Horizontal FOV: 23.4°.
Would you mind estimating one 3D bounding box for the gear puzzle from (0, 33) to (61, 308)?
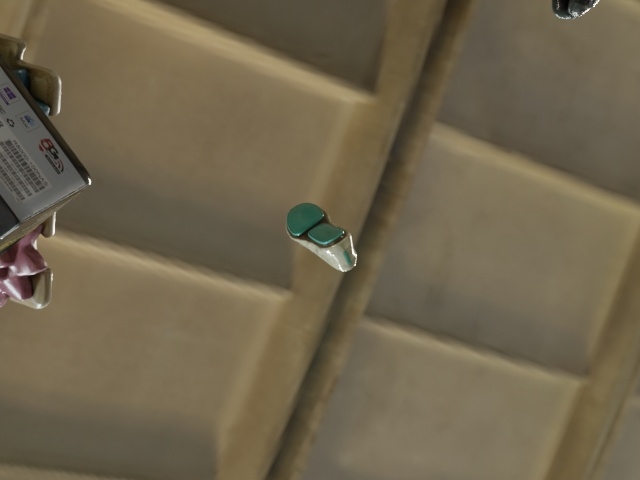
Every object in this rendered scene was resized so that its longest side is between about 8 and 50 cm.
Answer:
[{"bbox_3d":[-0.316,-0.073,1.002,0.044,0.339,0.175,-31,-47,-56],"label":"gear puzzle"}]

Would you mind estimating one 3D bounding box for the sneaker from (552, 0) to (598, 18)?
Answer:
[{"bbox_3d":[0.170,-0.244,1.211,0.178,0.072,0.077,41,-104,-21],"label":"sneaker"}]

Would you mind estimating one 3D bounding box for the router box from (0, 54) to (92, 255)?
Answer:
[{"bbox_3d":[-0.300,-0.078,0.764,0.243,0.309,0.081,-34,4,24],"label":"router box"}]

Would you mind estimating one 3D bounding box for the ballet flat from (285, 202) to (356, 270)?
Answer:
[{"bbox_3d":[0.000,0.000,1.909,0.057,0.168,0.052,-31,-67,-6],"label":"ballet flat"}]
